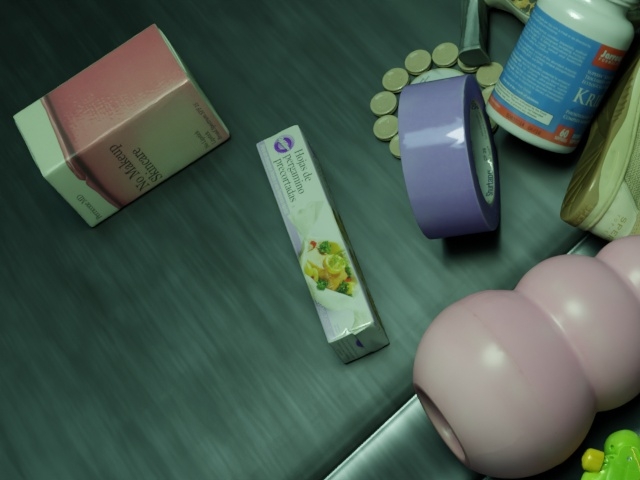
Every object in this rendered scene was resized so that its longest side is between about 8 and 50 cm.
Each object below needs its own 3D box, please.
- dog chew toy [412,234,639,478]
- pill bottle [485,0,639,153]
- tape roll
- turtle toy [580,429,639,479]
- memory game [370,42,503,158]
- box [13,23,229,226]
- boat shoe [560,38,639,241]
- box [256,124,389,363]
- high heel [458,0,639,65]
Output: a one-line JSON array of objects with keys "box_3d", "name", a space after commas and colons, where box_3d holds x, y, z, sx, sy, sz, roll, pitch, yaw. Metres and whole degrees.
[{"box_3d": [0.266, 0.110, 1.621, 0.331, 0.207, 0.207, -33, 54, -8], "name": "dog chew toy"}, {"box_3d": [0.297, -0.226, 1.786, 0.124, 0.124, 0.222, 40, 116, 34], "name": "pill bottle"}, {"box_3d": [0.155, -0.099, 1.785, 0.080, 0.189, 0.189, -8, 59, 17], "name": "tape roll"}, {"box_3d": [0.316, 0.259, 1.587, 0.095, 0.066, 0.130, 18, 65, 4], "name": "turtle toy"}, {"box_3d": [0.152, -0.178, 1.941, 0.186, 0.012, 0.186, -10, 59, 16], "name": "memory game"}, {"box_3d": [-0.265, -0.152, 2.009, 0.232, 0.149, 0.127, -34, 56, 2], "name": "box"}, {"box_3d": [0.387, -0.132, 1.772, 0.110, 0.122, 0.341, 29, 62, -4], "name": "boat shoe"}, {"box_3d": [0.000, 0.000, 1.866, 0.063, 0.067, 0.324, -25, 54, 6], "name": "box"}, {"box_3d": [0.300, -0.328, 1.922, 0.261, 0.093, 0.186, -7, 58, 22], "name": "high heel"}]
